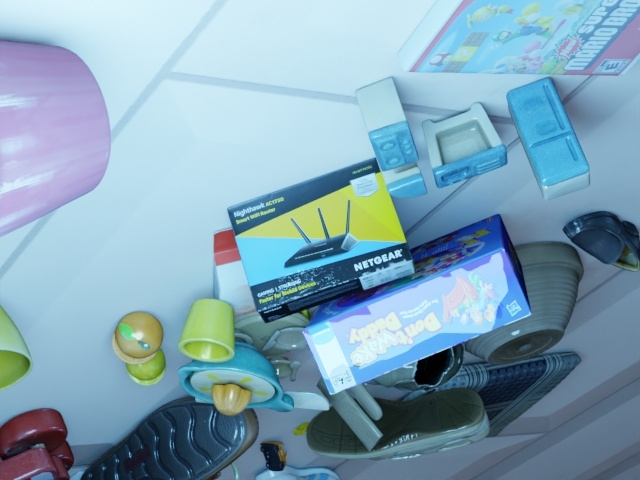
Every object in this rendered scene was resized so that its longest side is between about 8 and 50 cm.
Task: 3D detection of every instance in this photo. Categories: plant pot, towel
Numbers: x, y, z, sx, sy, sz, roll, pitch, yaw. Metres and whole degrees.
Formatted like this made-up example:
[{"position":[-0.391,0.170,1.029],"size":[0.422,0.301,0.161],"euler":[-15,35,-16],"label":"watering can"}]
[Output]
[{"position":[0.276,0.104,1.918],"size":[0.237,0.109,0.237],"euler":[-15,154,-7],"label":"plant pot"},{"position":[-0.394,0.107,1.482],"size":[0.134,0.095,0.134],"euler":[-14,156,-7],"label":"plant pot"},{"position":[-0.277,-0.081,1.074],"size":[0.180,0.201,0.201],"euler":[-16,160,-42],"label":"plant pot"},{"position":[0.262,0.287,2.380],"size":[0.312,0.056,0.324],"euler":[-6,151,-31],"label":"towel"}]

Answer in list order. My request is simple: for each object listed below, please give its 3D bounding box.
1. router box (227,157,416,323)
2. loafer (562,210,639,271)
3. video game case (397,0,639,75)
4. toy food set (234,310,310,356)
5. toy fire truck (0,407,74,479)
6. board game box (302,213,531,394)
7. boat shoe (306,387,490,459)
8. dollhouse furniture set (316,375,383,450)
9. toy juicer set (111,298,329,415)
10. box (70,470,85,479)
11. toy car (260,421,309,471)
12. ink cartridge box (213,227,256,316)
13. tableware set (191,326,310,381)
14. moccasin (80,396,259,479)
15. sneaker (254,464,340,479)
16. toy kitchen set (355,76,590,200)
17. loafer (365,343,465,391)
[{"position":[0.000,0.000,1.480],"size":[0.179,0.133,0.046],"euler":[-19,156,1],"label":"router box"},{"position":[0.395,0.003,1.841],"size":[0.170,0.061,0.062],"euler":[10,144,-45],"label":"loafer"},{"position":[0.241,-0.229,1.297],"size":[0.285,0.025,0.204],"euler":[-3,152,-29],"label":"video game case"},{"position":[-0.074,0.118,1.806],"size":[0.192,0.038,0.132],"euler":[-3,148,-6],"label":"toy food set"},{"position":[-0.455,0.383,1.892],"size":[0.254,0.169,0.302],"euler":[-20,156,-15],"label":"toy fire truck"},{"position":[0.121,0.064,1.577],"size":[0.233,0.078,0.347],"euler":[-23,-176,9],"label":"board game box"},{"position":[0.129,0.318,2.210],"size":[0.302,0.109,0.098],"euler":[-12,141,12],"label":"boat shoe"},{"position":[0.104,0.187,1.899],"size":[0.151,0.123,0.144],"euler":[-31,163,-27],"label":"dollhouse furniture set"},{"position":[-0.146,0.187,1.740],"size":[0.209,0.089,0.329],"euler":[-7,150,24],"label":"toy juicer set"},{"position":[-0.394,0.471,2.204],"size":[0.091,0.130,0.170],"euler":[9,145,-44],"label":"box"},{"position":[-0.050,0.351,2.283],"size":[0.122,0.060,0.040],"euler":[-28,-174,37],"label":"toy car"},{"position":[-0.056,0.029,1.614],"size":[0.145,0.045,0.179],"euler":[-14,158,-11],"label":"ink cartridge box"},{"position":[-0.088,0.154,1.802],"size":[0.169,0.020,0.141],"euler":[1,148,-12],"label":"tableware set"},{"position":[-0.214,0.337,2.040],"size":[0.147,0.139,0.380],"euler":[-2,149,-44],"label":"moccasin"},{"position":[-0.035,0.480,2.513],"size":[0.087,0.092,0.229],"euler":[-33,153,27],"label":"sneaker"},{"position":[0.160,-0.106,1.380],"size":[0.207,0.122,0.166],"euler":[-20,156,4],"label":"toy kitchen set"},{"position":[0.141,0.169,1.800],"size":[0.087,0.094,0.251],"euler":[12,-174,30],"label":"loafer"}]
